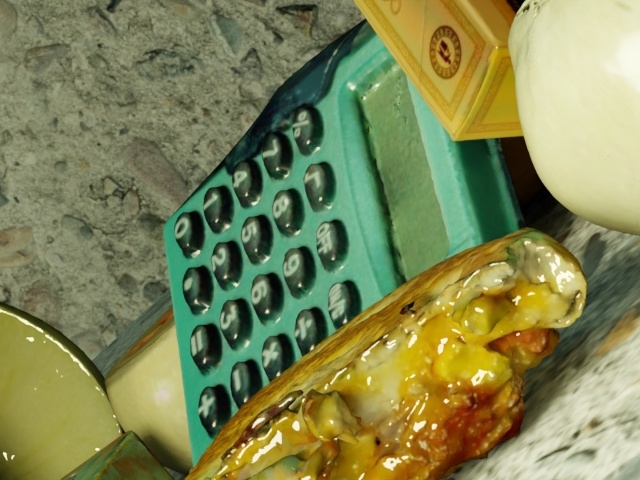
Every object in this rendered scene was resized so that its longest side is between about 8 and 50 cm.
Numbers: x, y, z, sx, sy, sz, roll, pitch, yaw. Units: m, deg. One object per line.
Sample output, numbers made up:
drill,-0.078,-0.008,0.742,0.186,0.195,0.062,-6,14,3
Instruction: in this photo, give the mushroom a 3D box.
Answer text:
mushroom,0.168,-0.122,0.867,0.246,0.202,0.246,-50,-2,-2

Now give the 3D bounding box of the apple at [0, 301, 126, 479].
apple,-0.301,0.180,1.530,0.292,0.254,0.292,-45,1,1

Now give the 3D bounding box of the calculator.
calculator,0.000,0.000,1.190,0.274,0.058,0.248,-39,40,27

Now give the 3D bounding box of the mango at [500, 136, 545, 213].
mango,0.083,-0.060,1.334,0.166,0.136,0.236,-49,-1,-12

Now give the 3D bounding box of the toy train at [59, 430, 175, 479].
toy train,-0.159,0.199,1.313,0.099,0.072,0.188,-40,6,25

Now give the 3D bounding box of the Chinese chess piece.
Chinese chess piece,-0.053,0.065,1.468,0.251,0.097,0.251,-43,5,4

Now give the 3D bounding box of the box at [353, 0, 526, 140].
box,0.099,-0.180,1.178,0.174,0.274,0.076,-7,-43,-31

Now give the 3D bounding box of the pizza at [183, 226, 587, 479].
pizza,0.011,0.093,0.865,0.229,0.081,0.289,-38,1,-34
